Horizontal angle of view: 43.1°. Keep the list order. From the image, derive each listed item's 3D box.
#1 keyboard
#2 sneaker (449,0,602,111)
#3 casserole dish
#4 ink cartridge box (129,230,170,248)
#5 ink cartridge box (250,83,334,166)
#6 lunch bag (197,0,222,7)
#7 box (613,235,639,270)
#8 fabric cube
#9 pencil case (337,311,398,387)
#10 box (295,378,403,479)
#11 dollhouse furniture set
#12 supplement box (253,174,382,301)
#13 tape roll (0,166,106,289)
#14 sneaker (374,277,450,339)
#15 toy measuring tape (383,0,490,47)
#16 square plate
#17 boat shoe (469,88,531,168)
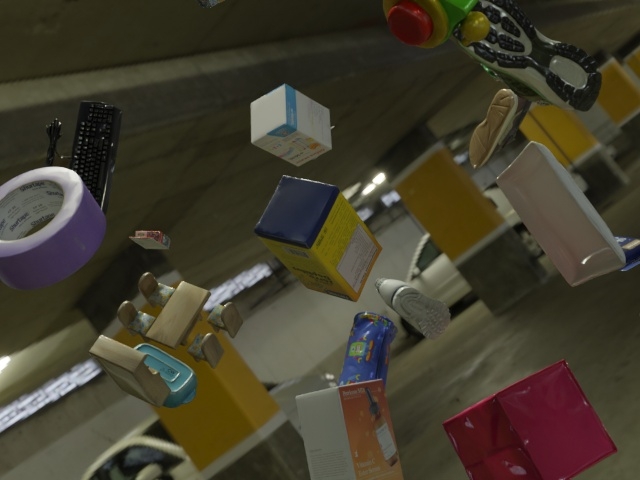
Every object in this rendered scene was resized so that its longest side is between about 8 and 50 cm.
[{"bbox_3d":[-0.642,-0.219,2.140,0.201,0.317,0.033,4,-15,3],"label":"keyboard"},{"bbox_3d":[0.393,-0.387,1.741,0.158,0.410,0.182,-64,17,-15],"label":"sneaker"},{"bbox_3d":[-0.349,0.283,1.738,0.114,0.188,0.037,-47,-18,-50],"label":"casserole dish"},{"bbox_3d":[-0.406,-0.005,1.932,0.063,0.029,0.115,1,-14,9],"label":"ink cartridge box"},{"bbox_3d":[-0.047,-0.209,1.506,0.092,0.090,0.143,-23,-32,37],"label":"ink cartridge box"},{"bbox_3d":[-0.238,-0.553,1.803,0.071,0.053,0.083,-35,33,-19],"label":"lunch bag"},{"bbox_3d":[0.778,0.030,2.179,0.136,0.036,0.225,-24,16,-22],"label":"box"},{"bbox_3d":[0.511,0.487,2.002,0.254,0.259,0.258,-16,-20,-32],"label":"fabric cube"},{"bbox_3d":[0.115,0.329,2.025,0.133,0.119,0.306,-20,46,43],"label":"pencil case"},{"bbox_3d":[0.048,0.319,1.302,0.091,0.170,0.130,-20,-14,37],"label":"box"},{"bbox_3d":[-0.313,0.176,1.588,0.242,0.212,0.161,-60,-26,-27],"label":"dollhouse furniture set"},{"bbox_3d":[0.000,0.000,2.340,0.194,0.195,0.356,-63,-37,-19],"label":"supplement box"},{"bbox_3d":[-0.434,-0.021,1.248,0.189,0.189,0.080,-36,-42,-14],"label":"tape roll"},{"bbox_3d":[0.218,0.153,1.888,0.090,0.095,0.235,-55,-48,-7],"label":"sneaker"},{"bbox_3d":[0.099,-0.371,1.185,0.121,0.330,0.121,-53,-13,-18],"label":"toy measuring tape"},{"bbox_3d":[0.581,-0.061,1.970,0.049,0.347,0.344,-33,-8,-8],"label":"square plate"},{"bbox_3d":[0.481,-0.293,2.171,0.092,0.103,0.285,-3,-35,-16],"label":"boat shoe"}]
